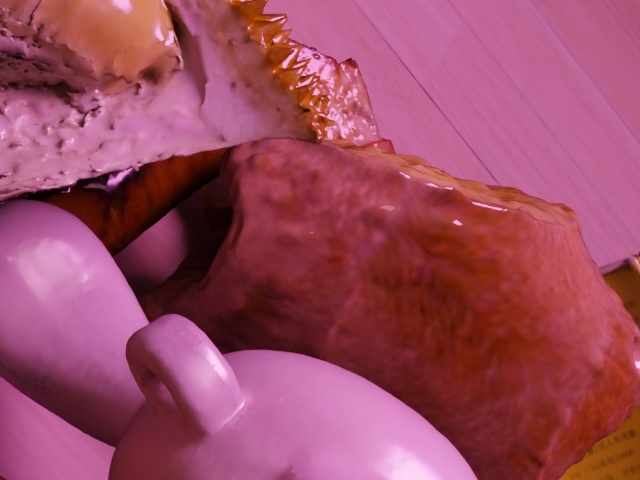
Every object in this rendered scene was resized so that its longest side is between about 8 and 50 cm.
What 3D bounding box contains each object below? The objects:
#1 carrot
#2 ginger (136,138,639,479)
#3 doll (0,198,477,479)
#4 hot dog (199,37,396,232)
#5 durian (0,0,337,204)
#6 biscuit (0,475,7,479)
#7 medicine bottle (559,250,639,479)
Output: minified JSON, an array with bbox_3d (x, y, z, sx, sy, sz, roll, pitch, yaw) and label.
[{"bbox_3d":[-0.102,-0.040,0.905,0.173,0.082,0.082,-31,91,-26],"label":"carrot"},{"bbox_3d":[0.041,0.056,0.922,0.276,0.221,0.130,9,16,-11],"label":"ginger"},{"bbox_3d":[-0.003,0.177,0.778,0.365,0.187,0.376,64,-2,-36],"label":"doll"},{"bbox_3d":[0.000,0.001,1.029,0.123,0.093,0.261,-21,90,-35],"label":"hot dog"},{"bbox_3d":[-0.160,-0.074,0.790,0.306,0.172,0.166,-8,68,-19],"label":"durian"},{"bbox_3d":[-0.201,0.194,0.636,0.326,0.107,0.325,34,39,-33],"label":"biscuit"},{"bbox_3d":[0.237,0.132,1.192,0.137,0.141,0.250,-9,73,-49],"label":"medicine bottle"}]
